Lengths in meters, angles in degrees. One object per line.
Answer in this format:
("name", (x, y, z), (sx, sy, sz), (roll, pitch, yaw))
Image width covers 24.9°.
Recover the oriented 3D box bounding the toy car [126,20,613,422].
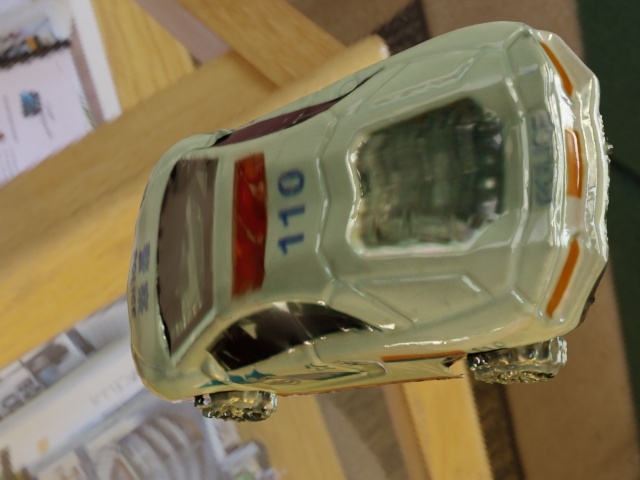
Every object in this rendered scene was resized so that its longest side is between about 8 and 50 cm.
("toy car", (0.000, 0.000, 0.432), (0.056, 0.205, 0.095), (13, 71, -42))
